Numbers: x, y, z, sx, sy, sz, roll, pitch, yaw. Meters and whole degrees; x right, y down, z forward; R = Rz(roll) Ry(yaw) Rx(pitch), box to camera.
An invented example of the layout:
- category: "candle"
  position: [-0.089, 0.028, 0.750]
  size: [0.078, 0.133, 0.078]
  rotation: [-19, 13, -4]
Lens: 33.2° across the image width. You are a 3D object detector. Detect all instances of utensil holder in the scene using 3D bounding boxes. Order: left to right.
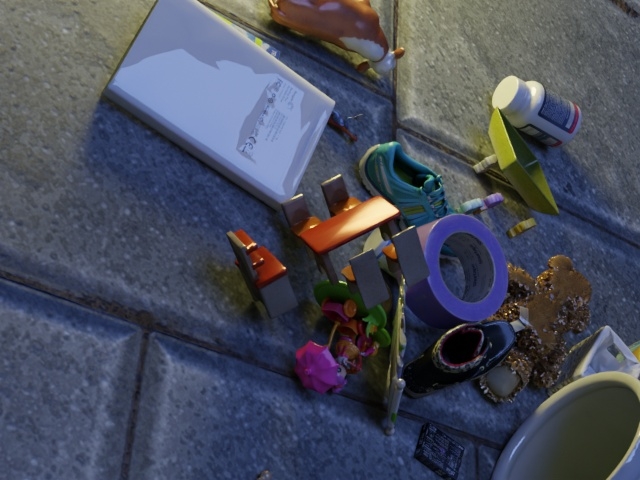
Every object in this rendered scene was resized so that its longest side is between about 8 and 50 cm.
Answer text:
- category: "utensil holder"
  position: [0.528, 0.460, 1.774]
  size: [0.385, 0.327, 0.327]
  rotation: [43, 45, -13]

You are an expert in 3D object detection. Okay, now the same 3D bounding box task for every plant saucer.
- category: "plant saucer"
  position: [0.087, 0.094, 1.848]
  size: [0.083, 0.015, 0.083]
  rotation: [19, 54, -29]
- category: "plant saucer"
  position: [0.405, -0.152, 2.184]
  size: [0.188, 0.045, 0.188]
  rotation: [44, 25, -35]

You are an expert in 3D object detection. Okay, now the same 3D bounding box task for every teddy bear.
- category: "teddy bear"
  position: [0.372, 0.162, 1.994]
  size: [0.245, 0.113, 0.338]
  rotation: [39, 54, -5]

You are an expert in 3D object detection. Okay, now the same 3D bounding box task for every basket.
- category: "basket"
  position: [0.517, 0.262, 2.038]
  size: [0.113, 0.103, 0.167]
  rotation: [50, 44, -4]

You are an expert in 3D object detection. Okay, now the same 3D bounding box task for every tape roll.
- category: "tape roll"
  position: [0.228, 0.054, 1.848]
  size: [0.189, 0.080, 0.189]
  rotation: [11, 70, -32]

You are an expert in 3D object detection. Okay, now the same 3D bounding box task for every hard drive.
- category: "hard drive"
  position: [-0.160, -0.237, 1.790]
  size: [0.353, 0.047, 0.233]
  rotation: [34, 62, -20]

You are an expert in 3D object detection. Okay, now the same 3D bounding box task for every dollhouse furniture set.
- category: "dollhouse furniture set"
  position: [0.000, 0.000, 1.664]
  size: [0.259, 0.262, 0.135]
  rotation: [-27, 120, -14]

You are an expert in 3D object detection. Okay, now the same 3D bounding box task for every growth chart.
- category: "growth chart"
  position: [0.126, 0.174, 1.743]
  size: [0.021, 0.172, 0.237]
  rotation: [7, 53, 0]

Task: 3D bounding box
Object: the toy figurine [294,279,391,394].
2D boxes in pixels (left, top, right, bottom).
- category: "toy figurine"
  position: [0.025, 0.177, 1.705]
  size: [0.173, 0.130, 0.159]
  rotation: [53, 53, -36]

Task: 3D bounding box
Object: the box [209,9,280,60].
- category: "box"
  position: [-0.144, -0.318, 1.888]
  size: [0.178, 0.042, 0.109]
  rotation: [27, 51, -24]

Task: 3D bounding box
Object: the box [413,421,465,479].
- category: "box"
  position: [0.198, 0.352, 1.782]
  size: [0.083, 0.018, 0.067]
  rotation: [37, 47, -17]

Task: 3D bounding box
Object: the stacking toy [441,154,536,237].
- category: "stacking toy"
  position: [0.317, -0.071, 2.110]
  size: [0.221, 0.052, 0.167]
  rotation: [-19, 77, -43]

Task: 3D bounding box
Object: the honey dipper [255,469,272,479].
- category: "honey dipper"
  position: [-0.121, 0.367, 1.506]
  size: [0.160, 0.030, 0.030]
  rotation: [-26, 82, -48]

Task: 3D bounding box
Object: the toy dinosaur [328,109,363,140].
- category: "toy dinosaur"
  position: [0.035, -0.215, 1.990]
  size: [0.090, 0.047, 0.082]
  rotation: [-24, 90, -12]

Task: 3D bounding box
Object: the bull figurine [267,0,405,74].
- category: "bull figurine"
  position: [0.033, -0.437, 2.066]
  size: [0.310, 0.101, 0.188]
  rotation: [18, 51, -33]

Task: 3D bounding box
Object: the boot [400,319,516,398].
- category: "boot"
  position: [0.255, 0.179, 1.778]
  size: [0.236, 0.178, 0.085]
  rotation: [-22, 76, -23]

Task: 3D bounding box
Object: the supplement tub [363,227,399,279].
- category: "supplement tub"
  position: [0.135, 0.027, 1.889]
  size: [0.107, 0.071, 0.071]
  rotation: [34, 48, -20]

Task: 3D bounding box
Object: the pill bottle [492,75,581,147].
- category: "pill bottle"
  position: [0.465, -0.282, 2.318]
  size: [0.180, 0.108, 0.108]
  rotation: [24, 52, -27]

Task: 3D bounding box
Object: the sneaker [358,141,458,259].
- category: "sneaker"
  position: [0.188, -0.070, 1.959]
  size: [0.275, 0.110, 0.107]
  rotation: [42, 53, -12]

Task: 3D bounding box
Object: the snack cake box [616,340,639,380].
- category: "snack cake box"
  position: [0.688, 0.246, 2.072]
  size: [0.089, 0.264, 0.152]
  rotation: [41, 46, -11]
